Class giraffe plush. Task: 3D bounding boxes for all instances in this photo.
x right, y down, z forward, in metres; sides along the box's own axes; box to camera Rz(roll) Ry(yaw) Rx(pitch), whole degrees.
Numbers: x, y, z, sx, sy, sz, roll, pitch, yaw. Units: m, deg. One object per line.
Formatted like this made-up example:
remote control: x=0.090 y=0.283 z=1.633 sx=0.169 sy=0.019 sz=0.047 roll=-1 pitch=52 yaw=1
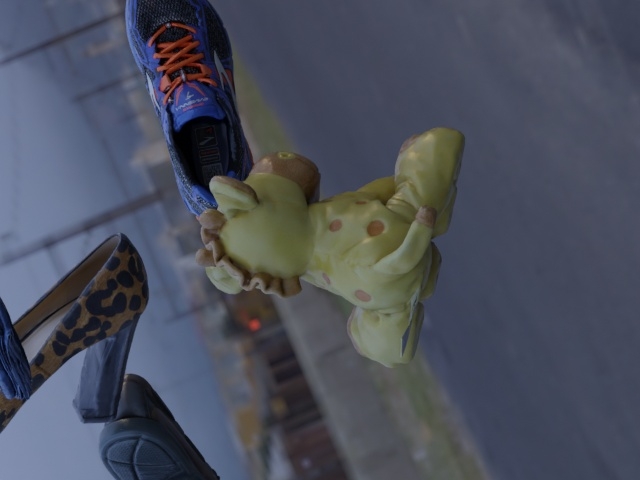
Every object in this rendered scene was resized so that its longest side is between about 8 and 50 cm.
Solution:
giraffe plush: x=0.000 y=0.000 z=1.469 sx=0.210 sy=0.171 sz=0.181 roll=-62 pitch=-16 yaw=-63

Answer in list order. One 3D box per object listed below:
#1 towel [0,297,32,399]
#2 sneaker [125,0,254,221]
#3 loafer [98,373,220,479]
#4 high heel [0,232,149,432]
towel: x=-0.252 y=0.075 z=1.563 sx=0.119 sy=0.029 sz=0.067 roll=81 pitch=166 yaw=-61
sneaker: x=-0.101 y=-0.119 z=1.629 sx=0.087 sy=0.083 sz=0.221 roll=-140 pitch=30 yaw=-87
loafer: x=-0.137 y=0.228 z=1.916 sx=0.267 sy=0.096 sz=0.084 roll=67 pitch=-164 yaw=-48
high heel: x=-0.273 y=0.079 z=1.696 sx=0.093 sy=0.261 sz=0.186 roll=43 pitch=128 yaw=45
